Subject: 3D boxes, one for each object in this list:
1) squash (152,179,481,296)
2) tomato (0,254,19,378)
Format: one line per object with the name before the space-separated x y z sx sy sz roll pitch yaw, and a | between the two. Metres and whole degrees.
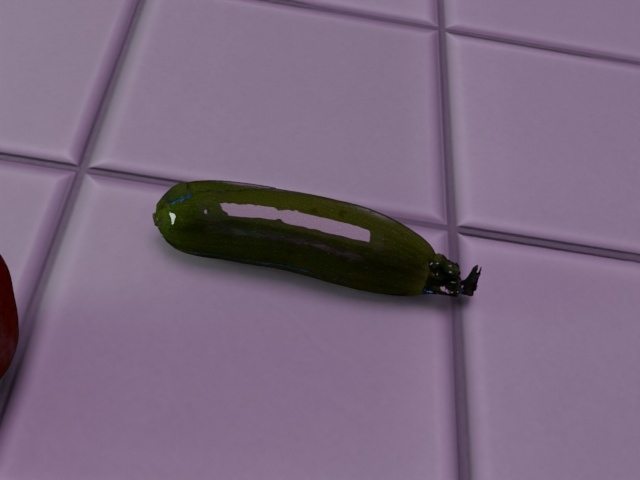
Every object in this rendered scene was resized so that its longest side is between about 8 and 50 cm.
squash | 0.000 0.000 1.003 0.332 0.087 0.087 14 44 -1
tomato | -0.327 0.068 0.811 0.187 0.151 0.187 10 44 -10
